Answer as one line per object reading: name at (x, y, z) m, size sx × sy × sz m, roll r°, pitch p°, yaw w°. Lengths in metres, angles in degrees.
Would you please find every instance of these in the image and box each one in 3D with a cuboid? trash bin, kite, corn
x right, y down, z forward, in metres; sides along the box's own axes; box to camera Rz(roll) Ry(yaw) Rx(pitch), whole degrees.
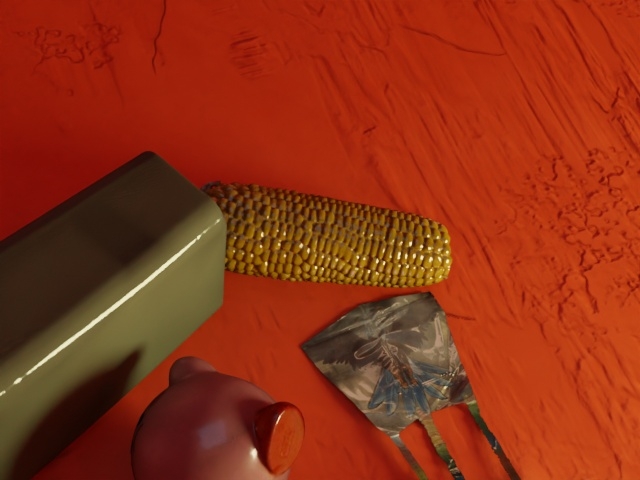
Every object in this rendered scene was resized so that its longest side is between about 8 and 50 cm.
trash bin at (-0.262, 0.087, 1.574) m, size 0.158 × 0.223 × 0.343 m, roll 40°, pitch 59°, yaw 22°
kite at (0.125, 0.183, 1.654) m, size 0.169 × 0.015 × 0.310 m, roll -25°, pitch 60°, yaw -21°
corn at (0.000, 0.000, 1.723) m, size 0.305 × 0.106 × 0.106 m, roll 8°, pitch 55°, yaw -4°

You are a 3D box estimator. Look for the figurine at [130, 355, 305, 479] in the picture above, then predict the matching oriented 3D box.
figurine at (-0.111, 0.216, 1.524) m, size 0.173 × 0.173 × 0.173 m, roll 2°, pitch 55°, yaw -3°
